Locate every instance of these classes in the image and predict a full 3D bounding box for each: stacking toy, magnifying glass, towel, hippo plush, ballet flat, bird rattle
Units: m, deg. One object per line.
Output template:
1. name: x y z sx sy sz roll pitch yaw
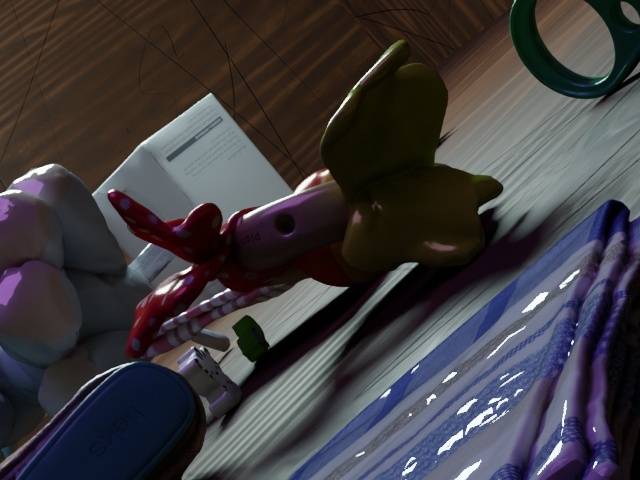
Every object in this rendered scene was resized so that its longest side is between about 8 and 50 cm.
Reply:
1. stacking toy: -0.126 0.133 1.250 0.167 0.052 0.221 -40 3 12
2. magnifying glass: 0.208 -0.151 1.048 0.026 0.092 0.231 -39 12 -30
3. towel: 0.022 0.085 0.499 0.209 0.034 0.285 -42 2 19
4. hippo plush: -0.277 0.080 1.460 0.237 0.234 0.294 -27 3 21
5. ballet flat: -0.186 0.196 0.941 0.316 0.107 0.106 -37 -17 -30
6. towel: -0.039 0.036 1.250 0.197 0.029 0.144 -28 -2 36
7. bird rattle: 0.000 0.000 1.024 0.254 0.143 0.207 -31 -16 21

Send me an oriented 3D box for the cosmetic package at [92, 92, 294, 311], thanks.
1. cosmetic package: -0.156 -0.034 2.111 0.138 0.224 0.224 -41 3 -34
